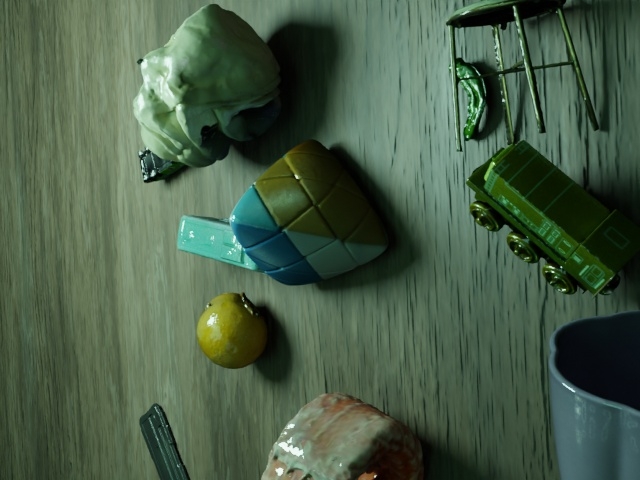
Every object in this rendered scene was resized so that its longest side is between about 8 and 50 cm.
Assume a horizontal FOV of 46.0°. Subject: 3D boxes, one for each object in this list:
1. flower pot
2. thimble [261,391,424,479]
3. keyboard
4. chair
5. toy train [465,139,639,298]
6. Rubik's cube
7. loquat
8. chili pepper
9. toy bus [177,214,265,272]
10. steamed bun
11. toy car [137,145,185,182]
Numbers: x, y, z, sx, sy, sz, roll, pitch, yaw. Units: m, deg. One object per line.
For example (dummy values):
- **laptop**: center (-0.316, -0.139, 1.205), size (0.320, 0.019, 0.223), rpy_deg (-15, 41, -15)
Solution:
- **flower pot**: center (0.372, 0.230, 0.791), size (0.265, 0.265, 0.243), rpy_deg (12, 114, 45)
- **thimble**: center (0.039, 0.357, 1.139), size (0.162, 0.239, 0.239), rpy_deg (24, 110, 42)
- **keyboard**: center (-0.343, 0.500, 1.697), size (0.106, 0.016, 0.262), rpy_deg (-46, 61, 38)
- **chair**: center (0.238, -0.285, 0.947), size (0.159, 0.170, 0.326), rpy_deg (-3, 96, 48)
- **toy train**: center (0.274, -0.027, 0.908), size (0.225, 0.090, 0.137), rpy_deg (43, 167, 16)
- **Rubik's cube**: center (0.000, 0.000, 1.239), size (0.254, 0.254, 0.255), rpy_deg (4, 95, 46)
- **loquat**: center (-0.167, 0.169, 1.410), size (0.141, 0.141, 0.141), rpy_deg (4, 95, 46)
- **chili pepper**: center (0.215, -0.202, 1.062), size (0.055, 0.035, 0.118), rpy_deg (-6, 98, 59)
- **toy bus**: center (-0.159, 0.007, 1.413), size (0.261, 0.109, 0.091), rpy_deg (10, 94, 44)
- **steamed bun**: center (-0.194, -0.248, 1.338), size (0.206, 0.275, 0.320), rpy_deg (48, 160, -1)
- **toy car**: center (-0.326, -0.177, 1.601), size (0.165, 0.062, 0.071), rpy_deg (-23, 77, 45)
